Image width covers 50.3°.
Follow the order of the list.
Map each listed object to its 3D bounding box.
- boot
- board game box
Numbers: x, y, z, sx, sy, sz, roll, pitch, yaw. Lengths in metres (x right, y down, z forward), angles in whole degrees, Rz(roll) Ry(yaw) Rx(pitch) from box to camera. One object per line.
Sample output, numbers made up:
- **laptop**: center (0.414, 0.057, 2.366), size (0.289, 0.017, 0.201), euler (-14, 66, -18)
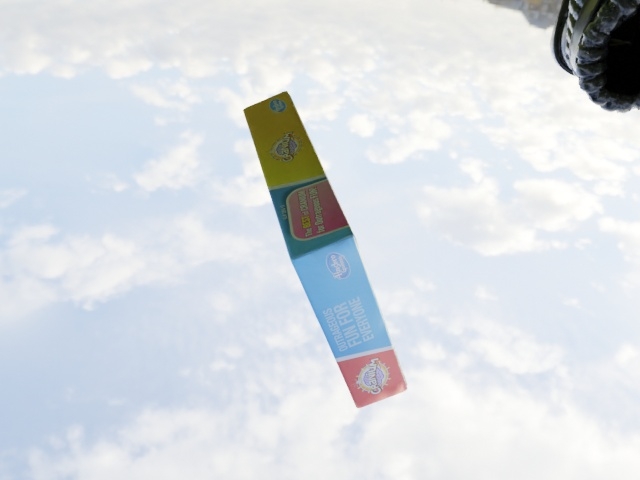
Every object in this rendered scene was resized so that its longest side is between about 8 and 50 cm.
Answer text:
- **boot**: center (0.354, -0.325, 0.743), size (0.131, 0.348, 0.260), euler (9, -160, 9)
- **board game box**: center (0.000, 0.000, 0.806), size (0.064, 0.242, 0.317), euler (-22, -142, 0)
